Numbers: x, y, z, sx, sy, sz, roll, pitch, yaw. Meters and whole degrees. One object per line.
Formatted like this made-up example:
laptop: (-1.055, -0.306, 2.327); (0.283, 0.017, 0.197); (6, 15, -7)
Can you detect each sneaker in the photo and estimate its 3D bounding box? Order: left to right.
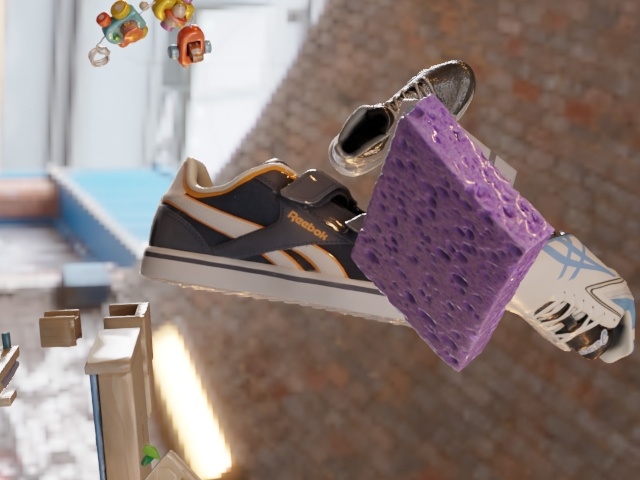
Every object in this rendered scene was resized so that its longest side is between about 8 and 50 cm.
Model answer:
sneaker: (0.000, 0.000, 1.456); (0.126, 0.321, 0.127); (29, 73, -73)
sneaker: (0.112, -0.166, 2.201); (0.086, 0.229, 0.132); (53, -1, 7)
sneaker: (0.209, 0.052, 1.409); (0.085, 0.237, 0.086); (-35, -117, 21)

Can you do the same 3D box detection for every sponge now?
sponge: (0.082, 0.001, 1.104); (0.117, 0.031, 0.210); (48, -23, 14)

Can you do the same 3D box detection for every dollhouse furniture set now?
dollhouse furniture set: (-0.338, 0.202, 1.809); (0.286, 0.303, 0.198); (-96, -176, -78)

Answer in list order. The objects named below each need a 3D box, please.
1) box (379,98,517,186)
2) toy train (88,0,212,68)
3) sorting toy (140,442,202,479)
box: (0.136, -0.051, 1.832); (0.038, 0.186, 0.145); (2, -112, 43)
toy train: (-0.208, -0.256, 2.130); (0.046, 0.166, 0.125); (57, -34, 39)
sorting toy: (-0.153, 0.232, 1.596); (0.083, 0.062, 0.012); (51, -16, -29)
